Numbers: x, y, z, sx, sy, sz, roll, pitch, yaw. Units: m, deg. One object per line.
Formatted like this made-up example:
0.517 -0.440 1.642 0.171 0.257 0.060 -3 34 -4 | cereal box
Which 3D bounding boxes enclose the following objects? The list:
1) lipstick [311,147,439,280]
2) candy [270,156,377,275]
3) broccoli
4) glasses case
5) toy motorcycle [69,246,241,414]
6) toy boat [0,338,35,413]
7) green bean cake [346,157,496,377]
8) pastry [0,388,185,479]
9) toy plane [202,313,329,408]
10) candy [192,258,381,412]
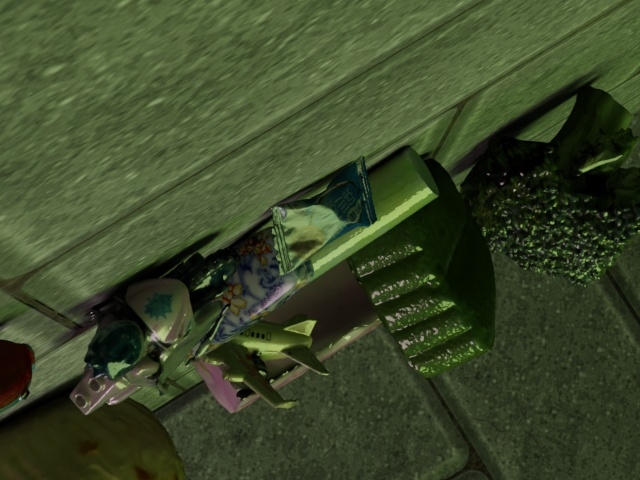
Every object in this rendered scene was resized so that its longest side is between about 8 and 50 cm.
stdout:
0.000 0.000 1.905 0.304 0.076 0.076 -33 175 14 | lipstick
0.002 -0.027 1.729 0.136 0.038 0.088 -29 131 -22 | candy
0.371 -0.070 2.434 0.317 0.277 0.338 -55 176 20 | broccoli
-0.101 0.061 1.832 0.248 0.087 0.065 -34 180 45 | glasses case
-0.196 0.105 1.624 0.204 0.108 0.239 -32 152 -60 | toy motorcycle
-0.309 0.130 1.354 0.173 0.069 0.059 -27 158 -43 | toy boat
0.135 0.030 2.037 0.125 0.222 0.248 -26 -163 24 | green bean cake
-0.358 0.393 2.199 0.388 0.313 0.388 -36 173 -5 | pastry
-0.113 0.124 1.995 0.244 0.229 0.092 2 131 -23 | toy plane
-0.048 0.103 2.149 0.265 0.155 0.116 -30 170 -18 | candy
